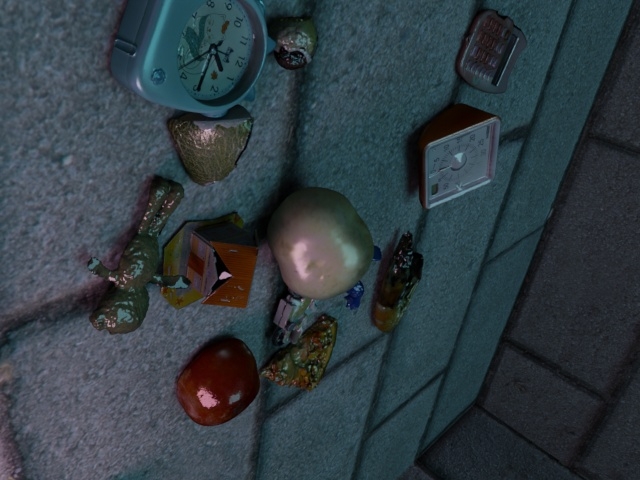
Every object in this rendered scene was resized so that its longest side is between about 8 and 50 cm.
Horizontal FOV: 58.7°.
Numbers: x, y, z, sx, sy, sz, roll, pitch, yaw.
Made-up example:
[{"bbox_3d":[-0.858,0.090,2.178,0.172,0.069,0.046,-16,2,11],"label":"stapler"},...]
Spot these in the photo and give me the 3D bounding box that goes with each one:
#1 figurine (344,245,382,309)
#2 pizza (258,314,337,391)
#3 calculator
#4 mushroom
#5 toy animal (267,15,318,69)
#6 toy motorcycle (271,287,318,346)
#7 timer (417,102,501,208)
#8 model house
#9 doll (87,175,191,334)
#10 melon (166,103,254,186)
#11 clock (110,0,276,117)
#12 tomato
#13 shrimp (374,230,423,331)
[{"bbox_3d":[0.048,0.072,1.504,0.121,0.164,0.262,-19,145,-37],"label":"figurine"},{"bbox_3d":[-0.037,0.331,1.685,0.288,0.074,0.251,26,93,-59],"label":"pizza"},{"bbox_3d":[0.503,-0.558,1.692,0.330,0.048,0.220,1,117,-51],"label":"calculator"},{"bbox_3d":[0.000,0.000,1.339,0.234,0.254,0.260,-76,-172,-68],"label":"mushroom"},{"bbox_3d":[-0.044,-0.376,1.079,0.137,0.098,0.098,-50,154,-53],"label":"toy animal"},{"bbox_3d":[-0.059,0.182,1.531,0.151,0.074,0.228,-11,122,-53],"label":"toy motorcycle"},{"bbox_3d":[0.385,-0.245,1.693,0.250,0.161,0.257,-35,141,-20],"label":"timer"},{"bbox_3d":[-0.206,0.073,1.185,0.207,0.136,0.219,-17,129,-48],"label":"model house"},{"bbox_3d":[-0.337,0.034,1.037,0.203,0.091,0.285,-31,138,-50],"label":"doll"},{"bbox_3d":[-0.212,-0.187,1.032,0.139,0.093,0.202,20,132,-31],"label":"melon"},{"bbox_3d":[-0.189,-0.317,0.931,0.274,0.094,0.223,8,110,-57],"label":"clock"},{"bbox_3d":[-0.234,0.365,1.387,0.200,0.139,0.233,-28,138,-28],"label":"tomato"},{"bbox_3d":[0.287,0.131,1.942,0.272,0.085,0.445,-38,145,-36],"label":"shrimp"}]
